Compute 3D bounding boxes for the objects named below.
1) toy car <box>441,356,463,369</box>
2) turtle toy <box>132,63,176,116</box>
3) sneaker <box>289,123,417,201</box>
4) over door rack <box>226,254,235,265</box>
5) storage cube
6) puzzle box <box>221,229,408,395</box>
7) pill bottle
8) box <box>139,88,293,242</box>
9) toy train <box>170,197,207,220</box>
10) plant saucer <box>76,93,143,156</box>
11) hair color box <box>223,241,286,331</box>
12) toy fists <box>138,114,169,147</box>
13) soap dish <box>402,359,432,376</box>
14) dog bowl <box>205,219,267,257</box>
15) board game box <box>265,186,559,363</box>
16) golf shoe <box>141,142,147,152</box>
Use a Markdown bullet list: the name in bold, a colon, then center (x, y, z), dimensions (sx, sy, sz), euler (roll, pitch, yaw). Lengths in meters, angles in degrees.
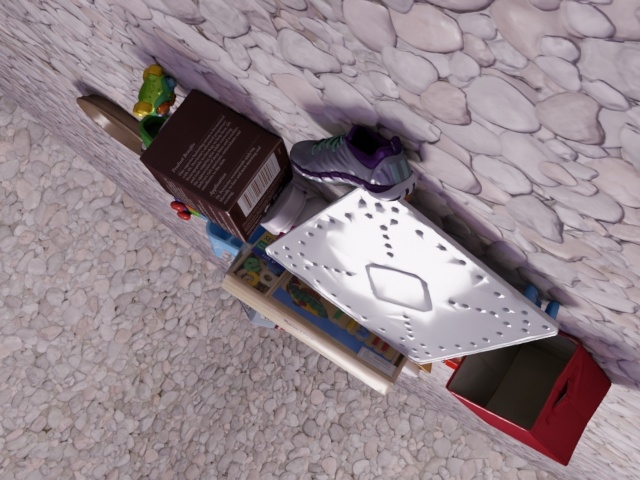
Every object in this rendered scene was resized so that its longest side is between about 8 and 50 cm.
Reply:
- **toy car**: center (0.359, 0.289, 1.833), dimensions (0.225, 0.053, 0.239), euler (20, 162, 51)
- **turtle toy**: center (-0.308, -0.272, 1.366), dimensions (0.066, 0.095, 0.130), euler (16, 177, -24)
- **sneaker**: center (0.038, -0.131, 1.019), dimensions (0.224, 0.083, 0.098), euler (20, 141, 39)
- **over door rack**: center (-0.126, 0.080, 2.269), dimensions (0.239, 0.108, 0.324), euler (38, 154, -18)
- **storage cube**: center (0.384, 0.266, 1.337), dimensions (0.215, 0.183, 0.193), euler (21, 164, 47)
- **puzzle box**: center (0.032, 0.115, 1.555), dimensions (0.409, 0.272, 0.052), euler (32, 135, 7)
- **pill bottle**: center (0.000, 0.000, 1.450), dimensions (0.246, 0.136, 0.136), euler (40, 168, -23)
- **box**: center (-0.184, -0.134, 1.340), dimensions (0.203, 0.168, 0.167), euler (32, 168, 15)
- **toy train**: center (-0.346, -0.116, 2.077), dimensions (0.143, 0.105, 0.248), euler (23, 167, 8)
- **plant saucer**: center (-0.533, -0.304, 1.966), dimensions (0.278, 0.041, 0.278), euler (33, 169, 7)
- **hair color box**: center (-0.026, 0.138, 1.749), dimensions (0.375, 0.113, 0.185), euler (19, -160, -38)
- **toy fists**: center (-0.291, -0.181, 1.656), dimensions (0.279, 0.096, 0.142), euler (35, 159, 8)
- **soap dish**: center (0.168, 0.252, 2.056), dimensions (0.291, 0.118, 0.229), euler (40, 168, -28)
- **dog bowl**: center (-0.183, -0.015, 1.876), dimensions (0.297, 0.166, 0.074), euler (24, 153, 43)
- **board game box**: center (0.142, 0.063, 1.243), dimensions (0.390, 0.050, 0.390), euler (37, 151, -14)
- **golf shoe**: center (-0.398, -0.220, 1.815), dimensions (0.068, 0.086, 0.186), euler (30, 169, 17)
